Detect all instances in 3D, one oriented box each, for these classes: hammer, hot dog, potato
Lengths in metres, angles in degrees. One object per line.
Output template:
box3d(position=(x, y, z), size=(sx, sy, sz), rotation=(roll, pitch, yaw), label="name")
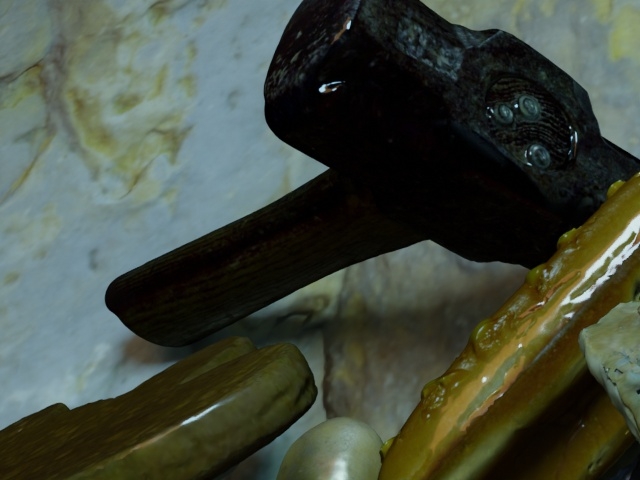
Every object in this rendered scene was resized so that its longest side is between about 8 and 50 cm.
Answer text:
box3d(position=(0.000, 0.000, 1.103), size=(0.409, 0.242, 0.095), rotation=(-28, 39, 49), label="hammer")
box3d(position=(0.135, 0.055, 0.933), size=(0.269, 0.115, 0.072), rotation=(-45, 28, -4), label="hot dog")
box3d(position=(0.004, 0.135, 1.022), size=(0.068, 0.062, 0.083), rotation=(-53, -5, 36), label="potato")

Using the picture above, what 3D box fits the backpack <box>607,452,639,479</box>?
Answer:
box3d(position=(0.176, 0.155, 0.773), size=(0.206, 0.133, 0.258), rotation=(-14, 33, 30), label="backpack")

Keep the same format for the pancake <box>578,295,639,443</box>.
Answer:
box3d(position=(0.294, 0.030, 0.757), size=(0.382, 0.071, 0.382), rotation=(-8, 31, 5), label="pancake")

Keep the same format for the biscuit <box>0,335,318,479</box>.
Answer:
box3d(position=(-0.144, 0.144, 1.016), size=(0.283, 0.064, 0.432), rotation=(-32, 6, -40), label="biscuit")
